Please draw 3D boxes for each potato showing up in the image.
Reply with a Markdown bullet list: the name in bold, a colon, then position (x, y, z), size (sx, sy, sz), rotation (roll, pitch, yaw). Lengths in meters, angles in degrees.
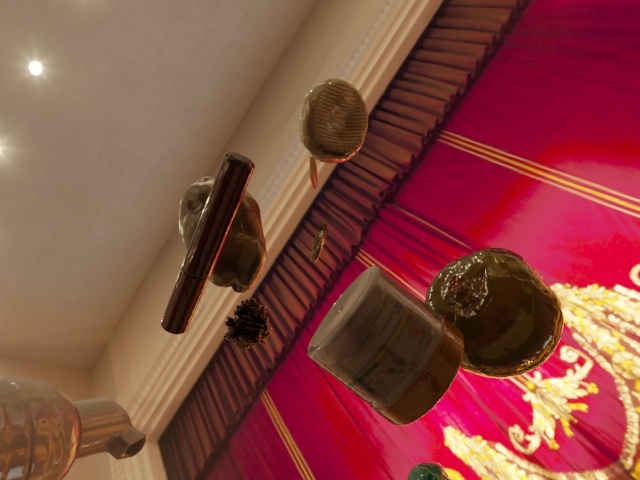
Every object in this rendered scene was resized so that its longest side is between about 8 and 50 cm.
- **potato**: position (-0.259, -0.020, 1.135), size (0.218, 0.351, 0.202), rotation (-5, -30, -29)

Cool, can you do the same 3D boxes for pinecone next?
- **pinecone**: position (-0.237, 0.275, 1.384), size (0.173, 0.173, 0.174), rotation (-15, -57, -25)

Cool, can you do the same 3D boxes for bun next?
- **bun**: position (0.022, -0.304, 1.093), size (0.222, 0.127, 0.223), rotation (-3, -85, -35)

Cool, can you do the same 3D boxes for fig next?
- **fig**: position (0.449, 0.194, 1.070), size (0.343, 0.343, 0.344), rotation (-15, -57, -25)

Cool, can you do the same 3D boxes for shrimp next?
- **shrimp**: position (0.000, 0.000, 0.941), size (0.023, 0.059, 0.108), rotation (18, -115, -4)

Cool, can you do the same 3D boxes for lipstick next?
- **lipstick**: position (-0.205, 0.014, 0.749), size (0.057, 0.057, 0.357), rotation (11, -65, -37)

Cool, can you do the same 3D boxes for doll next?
- **doll**: position (0.243, 0.613, 0.985), size (0.258, 0.194, 0.153), rotation (15, -112, -41)

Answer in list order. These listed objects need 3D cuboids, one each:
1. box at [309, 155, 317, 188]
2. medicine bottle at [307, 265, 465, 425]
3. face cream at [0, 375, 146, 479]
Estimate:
- **box**: position (-0.019, -0.187, 1.165), size (0.015, 0.058, 0.093), rotation (-1, -15, 6)
- **medicine bottle**: position (0.128, 0.210, 0.860), size (0.231, 0.238, 0.238), rotation (38, -87, -2)
- **face cream**: position (-0.340, 0.208, 0.408), size (0.145, 0.145, 0.369), rotation (-52, -25, 2)
